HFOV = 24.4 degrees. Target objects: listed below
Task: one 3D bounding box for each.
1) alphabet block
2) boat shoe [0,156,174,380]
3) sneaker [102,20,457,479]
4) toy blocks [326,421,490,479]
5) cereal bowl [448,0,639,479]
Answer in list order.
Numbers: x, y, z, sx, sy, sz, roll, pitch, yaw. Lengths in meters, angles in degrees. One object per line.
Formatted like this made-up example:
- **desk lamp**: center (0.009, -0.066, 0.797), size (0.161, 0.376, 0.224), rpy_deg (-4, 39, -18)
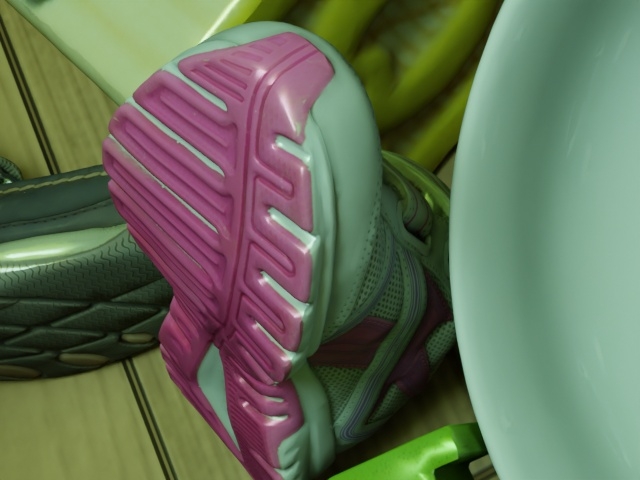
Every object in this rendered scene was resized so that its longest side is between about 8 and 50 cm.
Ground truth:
- **alphabet block**: center (-0.027, -0.137, 0.621), size (0.197, 0.193, 0.192), rpy_deg (41, 95, 29)
- **boat shoe**: center (-0.205, 0.000, 0.694), size (0.355, 0.132, 0.130), rpy_deg (-12, 69, 20)
- **sneaker**: center (0.000, 0.000, 0.529), size (0.111, 0.252, 0.103), rpy_deg (-35, 68, -18)
- **toy blocks**: center (-0.055, 0.261, 0.535), size (0.381, 0.191, 0.261), rpy_deg (-27, 76, 15)
- **cereal bowl**: center (0.217, 0.001, 0.465), size (0.339, 0.141, 0.339), rpy_deg (3, 98, 27)
